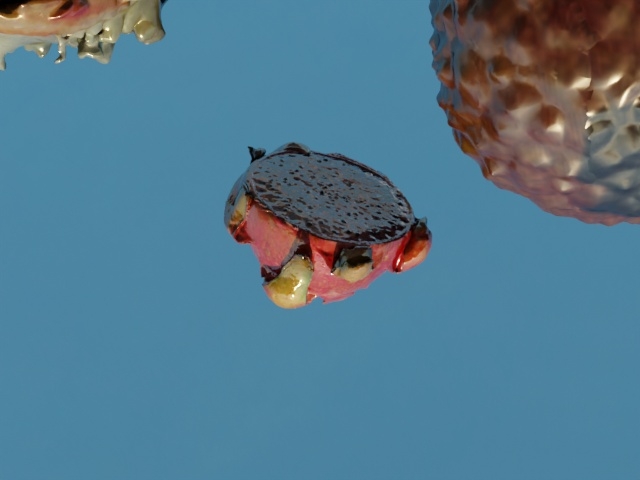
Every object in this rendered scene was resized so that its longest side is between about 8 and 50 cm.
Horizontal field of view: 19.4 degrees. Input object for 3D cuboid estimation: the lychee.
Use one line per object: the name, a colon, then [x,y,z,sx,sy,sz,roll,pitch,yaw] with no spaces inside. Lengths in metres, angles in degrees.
lychee: [0.177,-0.134,1.022,0.261,0.260,0.260,-2,-113,5]

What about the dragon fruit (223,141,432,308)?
dragon fruit: [0.000,-0.003,1.061,0.126,0.068,0.112,35,-147,31]

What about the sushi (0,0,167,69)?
sushi: [-0.090,-0.128,0.769,0.097,0.103,0.226,49,-130,8]
